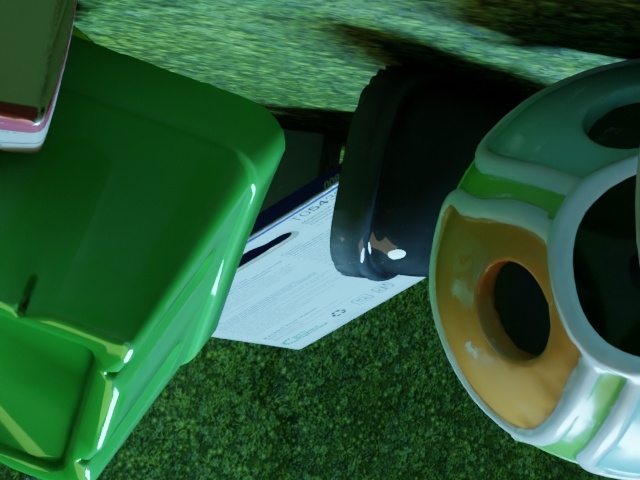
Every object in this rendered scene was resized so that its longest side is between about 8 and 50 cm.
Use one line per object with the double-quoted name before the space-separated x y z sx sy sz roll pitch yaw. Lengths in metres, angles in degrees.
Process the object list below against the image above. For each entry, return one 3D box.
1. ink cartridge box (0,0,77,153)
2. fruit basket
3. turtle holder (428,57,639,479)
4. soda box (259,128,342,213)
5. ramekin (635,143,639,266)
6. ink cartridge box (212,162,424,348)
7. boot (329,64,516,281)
"ink cartridge box" -0.219 -0.115 0.902 0.207 0.117 0.283 8 178 -8
"fruit basket" -0.214 -0.063 1.203 0.392 0.392 0.283 9 141 -12
"turtle holder" 0.221 0.018 1.067 0.320 0.243 0.227 10 177 4
"soda box" -0.128 -0.078 2.019 0.286 0.098 0.091 7 178 13
"ramekin" 0.224 -0.015 0.751 0.109 0.207 0.207 0 -178 -25
"ink cartridge box" 0.000 0.000 1.896 0.324 0.071 0.330 -30 156 27
"boot" 0.262 -0.012 1.310 0.445 0.146 0.367 12 -171 16
